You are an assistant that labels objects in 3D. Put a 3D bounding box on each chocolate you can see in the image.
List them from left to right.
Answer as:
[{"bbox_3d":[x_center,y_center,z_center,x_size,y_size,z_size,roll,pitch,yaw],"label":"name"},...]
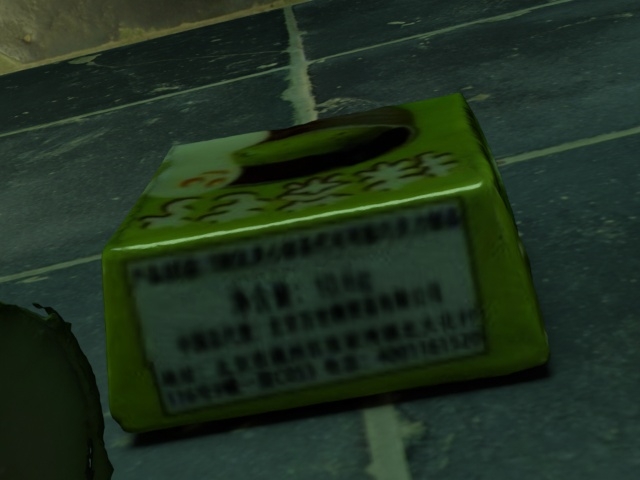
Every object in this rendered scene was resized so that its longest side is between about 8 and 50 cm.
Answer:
[{"bbox_3d":[0.000,0.000,0.778,0.301,0.137,0.289,-11,21,7],"label":"chocolate"}]

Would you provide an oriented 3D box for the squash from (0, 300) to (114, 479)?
[{"bbox_3d":[-0.311,0.104,0.450,0.384,0.263,0.263,13,31,26],"label":"squash"}]
